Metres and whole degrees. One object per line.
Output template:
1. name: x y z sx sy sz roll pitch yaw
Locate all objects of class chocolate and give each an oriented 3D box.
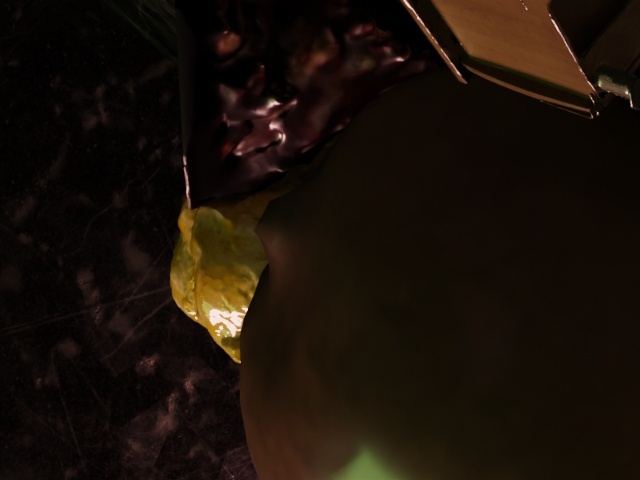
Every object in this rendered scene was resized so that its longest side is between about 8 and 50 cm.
1. chocolate: -0.009 -0.142 0.810 0.177 0.206 0.224 -3 -163 -5

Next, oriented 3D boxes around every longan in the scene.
1. longan: 0.092 0.056 0.594 0.297 0.297 0.297 41 179 1

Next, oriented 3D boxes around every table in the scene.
1. table: 0.078 -0.091 0.354 0.082 0.083 0.070 33 171 49

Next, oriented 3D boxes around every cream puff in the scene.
1. cream puff: 0.019 0.018 0.903 0.282 0.281 0.185 -141 41 -62
